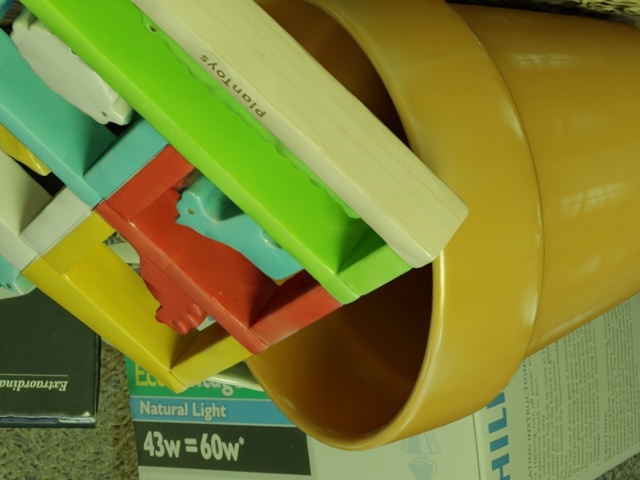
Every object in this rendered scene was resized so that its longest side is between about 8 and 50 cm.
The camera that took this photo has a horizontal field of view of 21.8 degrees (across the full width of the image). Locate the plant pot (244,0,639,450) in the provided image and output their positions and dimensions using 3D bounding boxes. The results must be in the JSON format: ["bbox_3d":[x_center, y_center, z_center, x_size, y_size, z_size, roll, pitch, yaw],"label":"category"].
[{"bbox_3d":[0.070,-0.025,0.763,0.188,0.205,0.205,-12,-178,-30],"label":"plant pot"}]

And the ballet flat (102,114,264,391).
[{"bbox_3d":[0.000,0.000,0.989,0.482,0.182,0.164,0,173,20],"label":"ballet flat"}]

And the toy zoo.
[{"bbox_3d":[-0.085,-0.026,0.704,0.192,0.030,0.293,43,150,-9],"label":"toy zoo"}]

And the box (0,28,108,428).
[{"bbox_3d":[-0.190,-0.004,0.884,0.153,0.207,0.108,3,174,-7],"label":"box"}]

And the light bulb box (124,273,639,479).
[{"bbox_3d":[0.070,0.110,1.494,0.357,0.225,0.361,-3,-174,35],"label":"light bulb box"}]
